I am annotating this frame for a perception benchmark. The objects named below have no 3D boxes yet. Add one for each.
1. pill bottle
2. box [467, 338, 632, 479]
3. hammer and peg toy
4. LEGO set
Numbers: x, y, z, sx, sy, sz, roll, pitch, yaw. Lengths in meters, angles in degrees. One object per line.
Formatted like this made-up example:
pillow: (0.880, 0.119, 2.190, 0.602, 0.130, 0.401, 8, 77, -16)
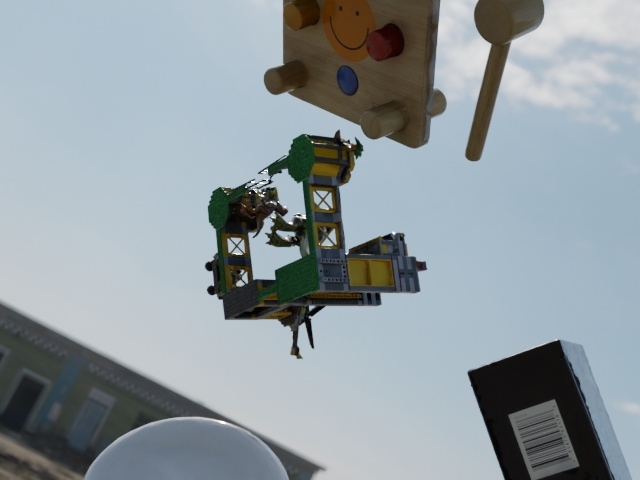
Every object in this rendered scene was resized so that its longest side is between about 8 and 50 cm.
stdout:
pill bottle: (-0.105, 0.290, 0.826, 0.162, 0.162, 0.278, 20, -51, 21)
box: (0.217, 0.180, 0.949, 0.093, 0.156, 0.158, -22, -15, 17)
hammer and peg toy: (0.078, -0.239, 1.235, 0.361, 0.127, 0.266, 30, -49, 38)
LEGO set: (0.000, 0.000, 1.410, 0.192, 0.255, 0.331, 3, -25, -35)
